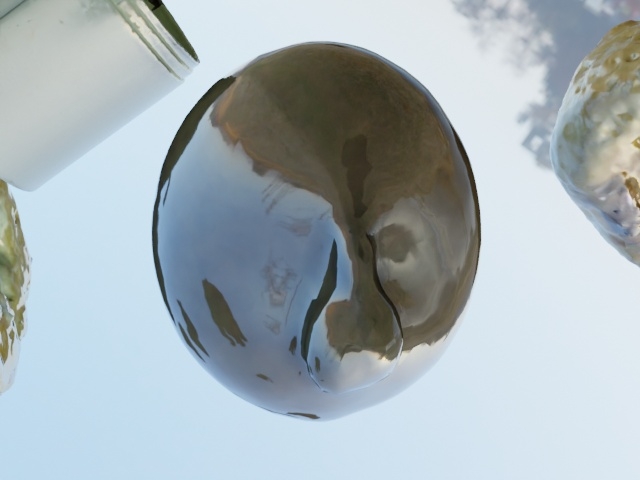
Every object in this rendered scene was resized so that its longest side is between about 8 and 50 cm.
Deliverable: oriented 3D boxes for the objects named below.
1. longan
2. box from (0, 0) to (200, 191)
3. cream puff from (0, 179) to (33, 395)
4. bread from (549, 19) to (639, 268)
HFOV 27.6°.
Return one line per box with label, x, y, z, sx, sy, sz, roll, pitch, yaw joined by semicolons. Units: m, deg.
longan;0.000;0.000;0.620;0.159;0.185;0.204;-2;-149;-9
box;-0.208;-0.168;0.902;0.226;0.149;0.226;54;-177;-5
cream puff;-0.434;0.025;1.238;0.276;0.378;0.378;-6;-156;-3
bread;0.300;-0.085;1.057;0.244;0.244;0.134;26;-135;-25
